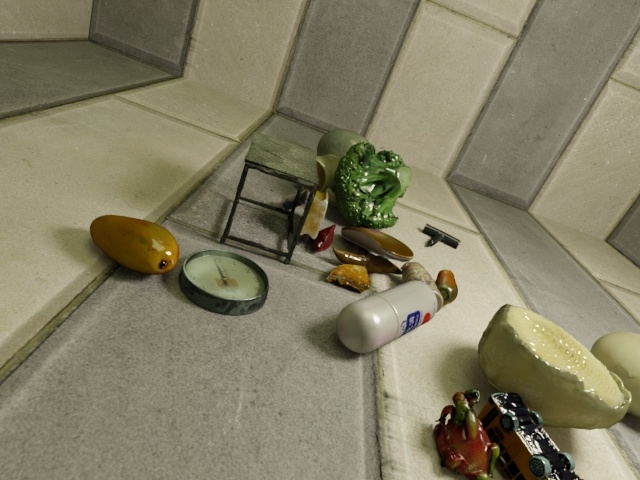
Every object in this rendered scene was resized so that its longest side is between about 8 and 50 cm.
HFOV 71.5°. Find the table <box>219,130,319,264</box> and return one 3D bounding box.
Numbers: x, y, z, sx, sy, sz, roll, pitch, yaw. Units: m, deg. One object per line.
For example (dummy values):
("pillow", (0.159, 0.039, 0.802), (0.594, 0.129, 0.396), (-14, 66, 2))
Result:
("table", (-0.155, -0.146, 1.407), (0.222, 0.272, 0.335), (18, 24, -10))

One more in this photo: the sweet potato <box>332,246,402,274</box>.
("sweet potato", (0.154, 0.072, 1.471), (0.274, 0.067, 0.067), (15, 25, -24))

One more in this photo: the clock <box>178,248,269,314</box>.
("clock", (-0.237, 0.098, 1.114), (0.226, 0.049, 0.226), (19, 26, -9))

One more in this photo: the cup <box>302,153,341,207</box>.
("cup", (0.046, -0.272, 1.951), (0.255, 0.173, 0.202), (33, 28, 23))

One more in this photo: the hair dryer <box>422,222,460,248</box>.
("hair dryer", (0.521, 0.006, 1.948), (0.173, 0.050, 0.195), (26, 29, 10))

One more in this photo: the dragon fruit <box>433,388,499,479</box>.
("dragon fruit", (0.288, 0.393, 0.899), (0.142, 0.175, 0.138), (3, -4, 41))

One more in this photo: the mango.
("mango", (-0.441, 0.004, 1.061), (0.253, 0.113, 0.138), (23, 27, 18))

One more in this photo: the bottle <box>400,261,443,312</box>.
("bottle", (0.322, 0.148, 1.424), (0.110, 0.097, 0.209), (34, 21, -18))

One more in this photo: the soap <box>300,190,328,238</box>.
("soap", (-0.022, -0.101, 1.538), (0.073, 0.140, 0.232), (20, 13, -3))

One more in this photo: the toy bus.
("toy bus", (0.414, 0.425, 0.912), (0.098, 0.114, 0.201), (7, 34, -28))

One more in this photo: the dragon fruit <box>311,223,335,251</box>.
("dragon fruit", (-0.003, -0.002, 1.498), (0.063, 0.097, 0.131), (24, 43, 12))

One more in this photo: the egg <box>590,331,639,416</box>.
("egg", (0.914, 0.387, 1.283), (0.219, 0.219, 0.269), (12, 27, -22))

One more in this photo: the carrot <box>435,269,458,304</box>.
("carrot", (0.425, 0.160, 1.506), (0.087, 0.087, 0.193), (28, 19, 13))

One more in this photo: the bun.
("bun", (0.546, 0.331, 1.112), (0.364, 0.202, 0.364), (25, 21, -10))

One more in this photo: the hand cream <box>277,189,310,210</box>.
("hand cream", (-0.094, -0.148, 1.653), (0.084, 0.142, 0.053), (35, 45, -58))

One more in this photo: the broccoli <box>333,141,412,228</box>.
("broccoli", (0.206, -0.215, 1.793), (0.413, 0.321, 0.310), (2, 25, -47))

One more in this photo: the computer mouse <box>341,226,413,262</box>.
("computer mouse", (0.192, 0.002, 1.546), (0.158, 0.071, 0.310), (13, 8, -31))

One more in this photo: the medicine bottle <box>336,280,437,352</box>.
("medicine bottle", (0.173, 0.195, 1.159), (0.130, 0.130, 0.341), (38, 28, 31))

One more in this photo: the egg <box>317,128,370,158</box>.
("egg", (0.129, -0.424, 2.237), (0.258, 0.258, 0.352), (-5, 34, -46))

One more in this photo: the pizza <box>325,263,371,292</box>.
("pizza", (0.101, 0.117, 1.365), (0.131, 0.041, 0.178), (31, 25, 23))
